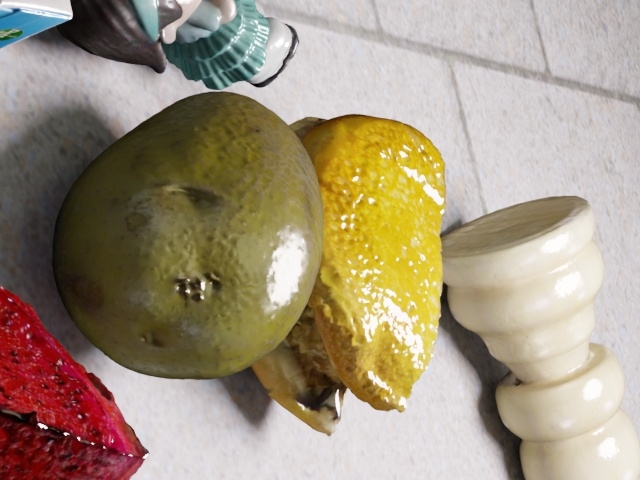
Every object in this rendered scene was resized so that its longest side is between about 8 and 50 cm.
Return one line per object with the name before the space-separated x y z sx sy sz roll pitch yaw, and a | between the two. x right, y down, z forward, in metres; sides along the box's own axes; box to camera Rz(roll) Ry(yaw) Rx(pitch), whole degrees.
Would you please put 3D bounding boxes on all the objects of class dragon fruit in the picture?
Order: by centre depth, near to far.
dragon fruit | -0.240 0.086 0.947 0.261 0.163 0.189 31 78 -44

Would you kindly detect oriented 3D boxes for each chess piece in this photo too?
chess piece | 0.225 0.122 1.671 0.167 0.167 0.300 -38 111 -58

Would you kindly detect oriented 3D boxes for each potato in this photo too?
potato | -0.084 -0.013 1.223 0.174 0.159 0.251 42 34 -17

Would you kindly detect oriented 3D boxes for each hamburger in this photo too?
hamburger | 0.000 0.000 1.378 0.156 0.144 0.283 33 46 -33

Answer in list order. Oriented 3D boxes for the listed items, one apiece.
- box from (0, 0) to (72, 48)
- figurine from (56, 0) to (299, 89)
box | -0.245 -0.210 1.086 0.073 0.139 0.194 0 75 -58
figurine | -0.122 -0.182 1.313 0.138 0.110 0.245 41 11 31
